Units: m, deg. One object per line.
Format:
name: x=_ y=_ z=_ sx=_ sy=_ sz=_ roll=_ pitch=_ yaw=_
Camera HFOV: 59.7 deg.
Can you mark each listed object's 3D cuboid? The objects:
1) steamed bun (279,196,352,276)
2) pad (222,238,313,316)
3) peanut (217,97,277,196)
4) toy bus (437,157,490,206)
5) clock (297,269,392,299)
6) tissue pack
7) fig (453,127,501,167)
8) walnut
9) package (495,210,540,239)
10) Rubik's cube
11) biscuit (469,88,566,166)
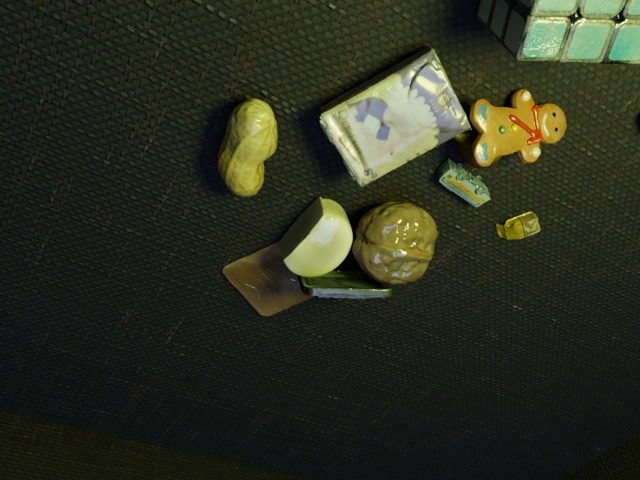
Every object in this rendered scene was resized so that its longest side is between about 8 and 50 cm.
steamed bun: x=0.000 y=0.000 z=1.735 sx=0.164 sy=0.146 sz=0.241 roll=32 pitch=114 yaw=-26
pad: x=-0.148 y=0.131 z=1.914 sx=0.284 sy=0.018 sz=0.286 roll=-25 pitch=128 yaw=14
peanut: x=-0.200 y=-0.245 z=1.519 sx=0.147 sy=0.147 sz=0.305 roll=13 pitch=130 yaw=-17
toy bus: x=0.438 y=-0.176 z=1.704 sx=0.191 sy=0.064 sz=0.075 roll=28 pitch=134 yaw=-26
clock: x=0.069 y=0.141 z=1.774 sx=0.274 sy=0.279 sz=0.049 roll=2 pitch=99 yaw=-6
tissue pack: x=0.194 y=-0.324 z=1.489 sx=0.344 sy=0.125 sz=0.242 roll=-26 pitch=116 yaw=16
fig: x=0.412 y=-0.294 z=1.573 sx=0.236 sy=0.124 sz=0.124 roll=29 pitch=121 yaw=-15
walnut: x=0.231 y=0.008 z=1.719 sx=0.273 sy=0.273 sz=0.227 roll=31 pitch=157 yaw=-28
package: x=0.655 y=-0.043 z=1.848 sx=0.131 sy=0.047 sz=0.071 roll=-20 pitch=132 yaw=7
Rubik's cube: x=0.553 y=-0.585 z=1.218 sx=0.305 sy=0.303 sz=0.301 roll=-3 pitch=131 yaw=-7
biscuit: x=0.553 y=-0.314 z=1.533 sx=0.324 sy=0.049 sz=0.205 roll=-7 pitch=94 yaw=-23
